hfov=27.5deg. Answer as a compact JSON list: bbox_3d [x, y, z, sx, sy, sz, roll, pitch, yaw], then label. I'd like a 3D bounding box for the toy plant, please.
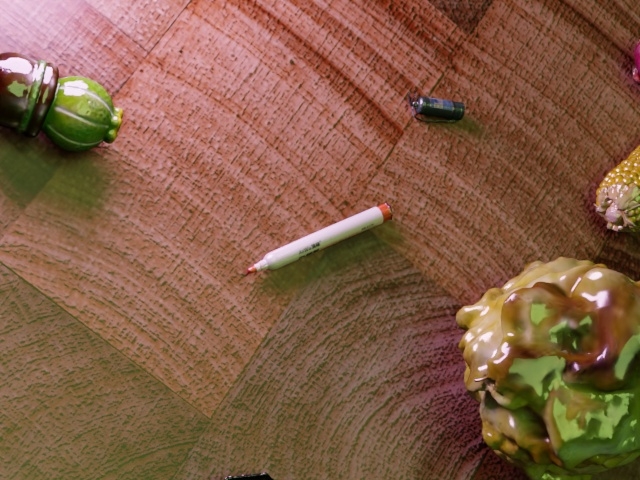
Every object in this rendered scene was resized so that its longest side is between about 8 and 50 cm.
[{"bbox_3d":[-0.316,-0.161,1.559,0.162,0.093,0.093,20,72,-17],"label":"toy plant"}]

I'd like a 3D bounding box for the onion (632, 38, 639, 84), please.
[{"bbox_3d":[0.502,-0.258,1.917,0.107,0.097,0.107,30,47,-38],"label":"onion"}]

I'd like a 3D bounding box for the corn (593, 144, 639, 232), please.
[{"bbox_3d":[0.492,-0.109,1.877,0.091,0.091,0.260,33,60,32],"label":"corn"}]

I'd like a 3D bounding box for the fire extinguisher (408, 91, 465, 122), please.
[{"bbox_3d":[0.155,-0.180,1.792,0.083,0.025,0.038,8,99,-21],"label":"fire extinguisher"}]

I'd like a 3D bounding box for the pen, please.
[{"bbox_3d":[0.000,0.000,1.687,0.218,0.026,0.026,-23,88,-25],"label":"pen"}]

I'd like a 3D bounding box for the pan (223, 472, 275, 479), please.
[{"bbox_3d":[-0.110,0.372,1.547,0.128,0.048,0.202,43,65,-7],"label":"pan"}]

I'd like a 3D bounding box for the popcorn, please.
[{"bbox_3d":[0.311,0.152,1.652,0.312,0.312,0.312,5,77,-21],"label":"popcorn"}]
